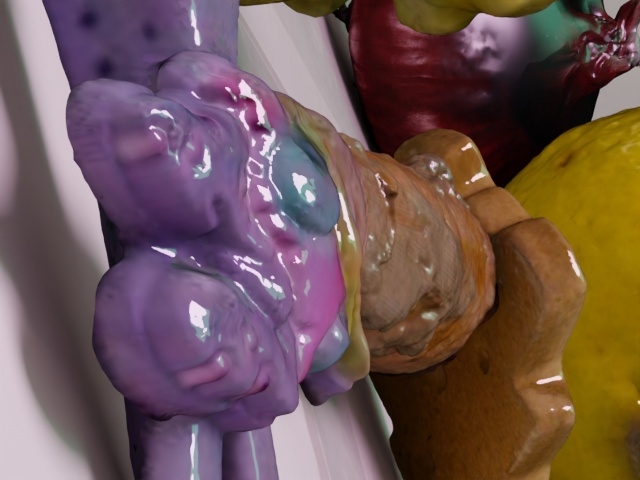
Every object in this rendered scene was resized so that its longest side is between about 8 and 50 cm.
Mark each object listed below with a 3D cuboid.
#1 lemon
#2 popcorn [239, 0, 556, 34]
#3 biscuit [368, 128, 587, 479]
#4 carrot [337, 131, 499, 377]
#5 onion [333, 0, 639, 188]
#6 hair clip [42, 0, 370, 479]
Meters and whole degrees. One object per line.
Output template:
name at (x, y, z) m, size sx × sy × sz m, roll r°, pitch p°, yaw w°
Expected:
lemon at (0.260, 0.072, 1.419) m, size 0.387 × 0.349 × 0.350 m, roll -61°, pitch 131°, yaw -74°
popcorn at (0.012, -0.212, 0.879) m, size 0.250 × 0.241 × 0.235 m, roll 44°, pitch 33°, yaw -45°
biscuit at (0.073, 0.062, 0.990) m, size 0.212 × 0.041 × 0.239 m, roll 19°, pitch -60°, yaw 58°
carrot at (0.000, 0.000, 0.799) m, size 0.263 × 0.102 × 0.102 m, roll 26°, pitch 45°, yaw -70°
onion at (0.154, -0.147, 1.553) m, size 0.273 × 0.285 × 0.273 m, roll 2°, pitch 90°, yaw -65°
hair clip at (-0.042, -0.038, 0.541) m, size 0.137 × 0.090 × 0.278 m, roll 25°, pitch 45°, yaw -67°
